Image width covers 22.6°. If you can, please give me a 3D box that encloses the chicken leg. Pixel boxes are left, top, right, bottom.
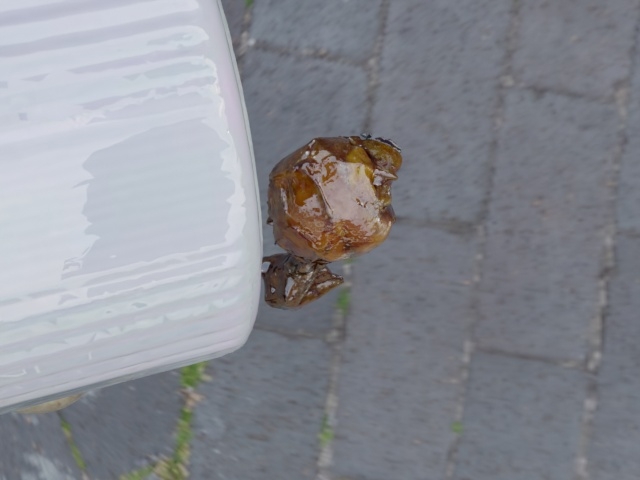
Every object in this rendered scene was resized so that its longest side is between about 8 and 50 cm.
[{"bbox_3d":[0.000,0.000,1.399,0.113,0.304,0.093,7,67,-5],"label":"chicken leg"}]

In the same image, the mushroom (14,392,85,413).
[{"bbox_3d":[-0.200,0.039,1.124,0.127,0.166,0.166,1,87,15],"label":"mushroom"}]

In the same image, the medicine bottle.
[{"bbox_3d":[-0.219,-0.006,0.451,0.395,0.242,0.243,-14,91,-8],"label":"medicine bottle"}]
